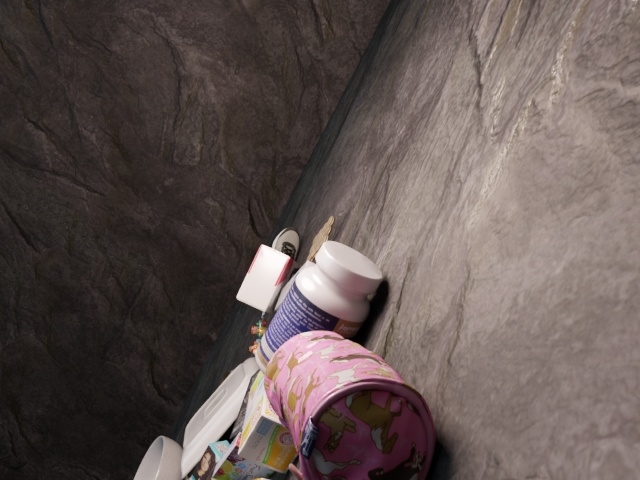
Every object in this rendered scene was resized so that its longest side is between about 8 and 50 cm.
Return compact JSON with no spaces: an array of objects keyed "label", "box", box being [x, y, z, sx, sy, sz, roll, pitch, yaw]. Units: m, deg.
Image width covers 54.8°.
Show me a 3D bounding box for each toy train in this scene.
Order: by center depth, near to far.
[{"label":"toy train","box":[-0.199,0.305,1.930,0.125,0.046,0.166,-117,32,-65]}]

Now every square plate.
[{"label":"square plate","box":[-0.297,0.495,1.817,0.347,0.049,0.344,-48,8,-7]}]

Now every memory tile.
[{"label":"memory tile","box":[0.000,0.000,1.890,0.148,0.012,0.113,-51,17,50]}]

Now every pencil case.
[{"label":"pencil case","box":[0.019,0.227,0.846,0.386,0.167,0.160,-173,74,-80]}]

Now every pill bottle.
[{"label":"pill bottle","box":[-0.001,0.143,1.147,0.265,0.153,0.153,-61,10,18]}]

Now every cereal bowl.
[{"label":"cereal bowl","box":[-0.572,0.883,2.195,0.339,0.141,0.339,-52,21,30]}]

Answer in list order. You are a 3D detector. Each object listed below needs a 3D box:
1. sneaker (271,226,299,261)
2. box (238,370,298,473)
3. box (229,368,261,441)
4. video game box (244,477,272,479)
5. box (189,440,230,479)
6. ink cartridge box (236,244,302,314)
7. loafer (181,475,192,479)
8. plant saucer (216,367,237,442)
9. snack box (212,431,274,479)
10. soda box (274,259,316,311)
[{"label":"sneaker","box":[-0.124,0.077,2.141,0.108,0.100,0.272,-19,47,56]},{"label":"box","box":[-0.084,0.338,1.227,0.114,0.103,0.203,-60,11,23]},{"label":"box","box":[-0.141,0.389,1.522,0.231,0.056,0.183,-51,16,50]},{"label":"video game box","box":[-0.143,0.545,1.147,0.205,0.048,0.187,133,153,-59]},{"label":"box","box":[-0.275,0.617,1.501,0.100,0.060,0.244,40,109,38]},{"label":"ink cartridge box","box":[-0.142,0.125,1.834,0.172,0.100,0.237,-65,-13,-6]},{"label":"loafer","box":[-0.335,0.678,1.638,0.319,0.111,0.112,-59,11,27]},{"label":"plant saucer","box":[-0.345,0.575,2.131,0.311,0.050,0.310,-60,10,18]},{"label":"snack box","box":[-0.151,0.462,1.271,0.141,0.100,0.037,-58,12,36]},{"label":"soda box","box":[-0.052,0.136,1.658,0.216,0.069,0.074,-50,17,56]}]
